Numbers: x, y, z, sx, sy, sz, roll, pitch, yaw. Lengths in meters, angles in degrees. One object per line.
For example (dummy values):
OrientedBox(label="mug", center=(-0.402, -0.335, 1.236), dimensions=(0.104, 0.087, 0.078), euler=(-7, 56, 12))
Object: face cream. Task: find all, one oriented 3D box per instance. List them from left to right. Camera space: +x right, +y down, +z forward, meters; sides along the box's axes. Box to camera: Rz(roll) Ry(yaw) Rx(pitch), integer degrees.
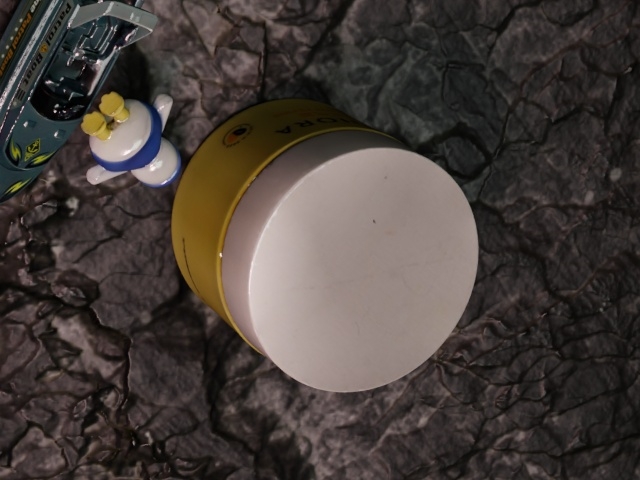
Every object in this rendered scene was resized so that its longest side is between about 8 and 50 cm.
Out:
OrientedBox(label="face cream", center=(0.000, 0.000, 1.719), dimensions=(0.218, 0.179, 0.218), euler=(-9, 111, -24))

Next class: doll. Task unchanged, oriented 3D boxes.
OrientedBox(label="doll", center=(-0.154, -0.080, 1.667), dimensions=(0.099, 0.058, 0.143), euler=(-48, 153, 0))

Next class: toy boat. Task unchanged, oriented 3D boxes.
OrientedBox(label="toy boat", center=(-0.218, -0.135, 1.613), dimensions=(0.093, 0.103, 0.246), euler=(16, 106, -54))
